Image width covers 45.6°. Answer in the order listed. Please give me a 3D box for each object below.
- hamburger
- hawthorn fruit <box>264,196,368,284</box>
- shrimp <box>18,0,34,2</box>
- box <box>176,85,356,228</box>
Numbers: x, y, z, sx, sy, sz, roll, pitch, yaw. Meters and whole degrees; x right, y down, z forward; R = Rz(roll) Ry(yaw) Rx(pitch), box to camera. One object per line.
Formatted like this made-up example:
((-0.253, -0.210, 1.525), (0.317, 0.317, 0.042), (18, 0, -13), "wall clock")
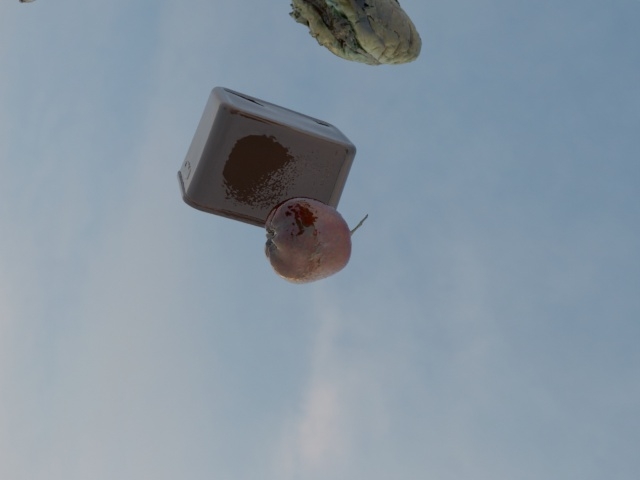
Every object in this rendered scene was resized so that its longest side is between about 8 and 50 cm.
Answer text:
((0.065, -0.360, 1.194), (0.130, 0.206, 0.183), (-53, -129, 35), "hamburger")
((0.000, 0.000, 1.398), (0.162, 0.203, 0.163), (-177, -90, -72), "hawthorn fruit")
((-0.485, -0.485, 1.399), (0.178, 0.124, 0.034), (-22, -73, 20), "shrimp")
((-0.117, -0.173, 1.695), (0.230, 0.339, 0.239), (-67, -158, 17), "box")
